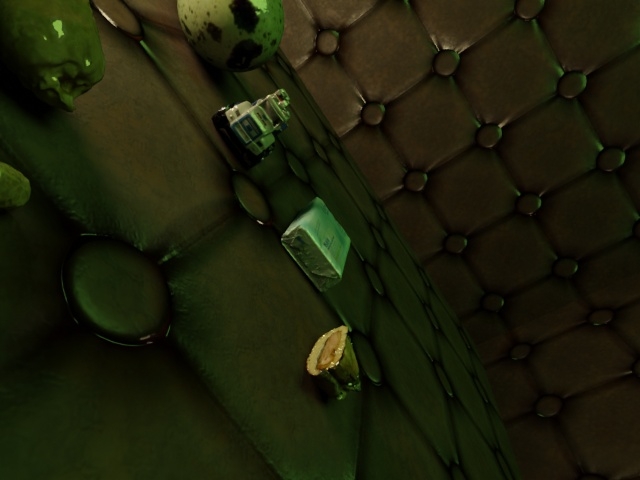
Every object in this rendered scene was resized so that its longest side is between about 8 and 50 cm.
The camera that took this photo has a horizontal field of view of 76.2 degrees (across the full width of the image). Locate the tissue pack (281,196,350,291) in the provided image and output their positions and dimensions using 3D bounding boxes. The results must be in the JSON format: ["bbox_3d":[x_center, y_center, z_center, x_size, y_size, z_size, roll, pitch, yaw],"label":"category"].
[{"bbox_3d":[0.000,0.000,1.087,0.177,0.089,0.263,53,18,-11],"label":"tissue pack"}]

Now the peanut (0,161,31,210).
[{"bbox_3d":[-0.329,-0.058,0.380,0.053,0.054,0.113,63,15,15],"label":"peanut"}]

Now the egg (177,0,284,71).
[{"bbox_3d":[-0.255,-0.641,1.145,0.288,0.288,0.379,28,24,-57],"label":"egg"}]

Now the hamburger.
[{"bbox_3d":[0.029,0.248,0.785,0.176,0.087,0.102,-68,137,-77],"label":"hamburger"}]

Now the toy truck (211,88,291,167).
[{"bbox_3d":[-0.151,-0.304,1.044,0.161,0.177,0.213,54,18,-16],"label":"toy truck"}]

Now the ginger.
[{"bbox_3d":[-0.371,-0.292,0.527,0.267,0.152,0.138,53,-11,-2],"label":"ginger"}]
